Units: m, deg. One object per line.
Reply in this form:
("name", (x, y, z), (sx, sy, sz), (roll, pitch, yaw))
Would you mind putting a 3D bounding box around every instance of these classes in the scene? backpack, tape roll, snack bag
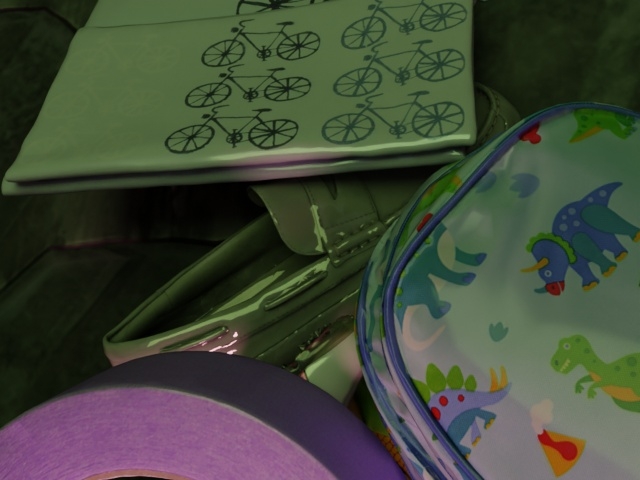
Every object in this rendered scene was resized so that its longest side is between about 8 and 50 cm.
("backpack", (0.184, 0.092, 0.518), (0.290, 0.273, 0.355), (-46, 51, -1))
("tape roll", (-0.076, 0.203, 0.548), (0.274, 0.090, 0.275), (1, 96, 12))
("snack bag", (-0.040, -0.164, 0.742), (0.323, 0.037, 0.342), (-3, 45, 15))

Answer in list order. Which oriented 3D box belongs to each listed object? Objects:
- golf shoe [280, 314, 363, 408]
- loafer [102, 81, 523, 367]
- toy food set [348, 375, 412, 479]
("golf shoe", (-0.011, 0.133, 0.608), (0.086, 0.067, 0.186), (33, 101, 10))
("loafer", (0.000, 0.000, 0.662), (0.319, 0.111, 0.112), (-43, 33, -6))
("toy food set", (0.010, 0.153, 0.642), (0.192, 0.038, 0.132), (-33, 61, 1))
